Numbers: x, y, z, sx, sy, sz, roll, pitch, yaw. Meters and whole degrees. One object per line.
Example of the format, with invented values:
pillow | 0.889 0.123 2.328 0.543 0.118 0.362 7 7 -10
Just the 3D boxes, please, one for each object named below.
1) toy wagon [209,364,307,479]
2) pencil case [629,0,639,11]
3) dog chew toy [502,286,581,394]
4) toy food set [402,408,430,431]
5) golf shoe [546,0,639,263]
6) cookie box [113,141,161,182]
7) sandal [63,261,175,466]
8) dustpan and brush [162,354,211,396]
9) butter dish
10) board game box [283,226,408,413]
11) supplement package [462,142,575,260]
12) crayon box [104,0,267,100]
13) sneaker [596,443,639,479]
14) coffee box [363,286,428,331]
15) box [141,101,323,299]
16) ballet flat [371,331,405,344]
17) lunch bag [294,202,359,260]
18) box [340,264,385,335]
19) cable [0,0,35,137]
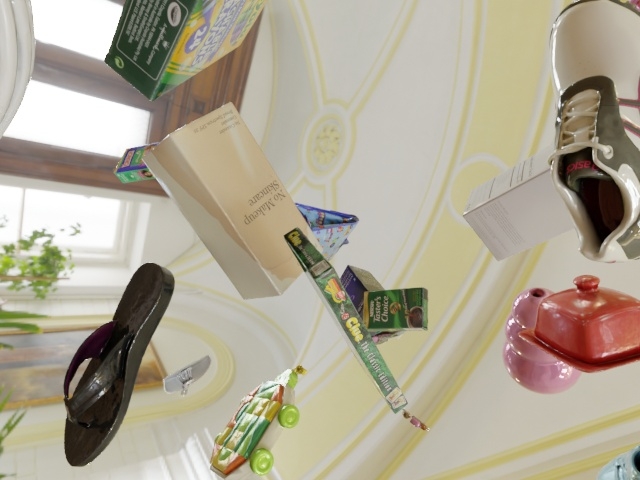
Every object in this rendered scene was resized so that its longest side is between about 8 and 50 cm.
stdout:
toy wagon | -0.159 0.474 1.124 0.267 0.068 0.344 -21 -152 54
pencil case | 0.576 -0.412 0.639 0.284 0.124 0.124 -49 -148 -22
dog chew toy | 0.604 0.266 1.143 0.206 0.206 0.332 25 -36 50
toy food set | 0.279 0.535 1.226 0.019 0.122 0.078 -53 -157 -8
golf shoe | 0.283 -0.111 0.410 0.105 0.120 0.273 -16 -91 60
cookie box | -0.435 -0.190 1.016 0.107 0.040 0.092 -7 -128 14
sandal | -0.471 0.251 0.908 0.167 0.107 0.446 9 -106 35
dustpan and brush | -0.404 0.424 1.245 0.060 0.147 0.211 58 -37 12
butter dish | 0.406 0.110 0.626 0.160 0.159 0.118 -140 -140 -79
board game box | 0.035 0.110 0.567 0.030 0.260 0.136 -31 -150 -4
supplement package | 0.571 -0.108 1.121 0.293 0.175 0.177 -33 -79 40
crayon box | -0.151 -0.358 0.608 0.203 0.083 0.323 -38 -162 41
sneaker | 0.635 0.437 0.796 0.366 0.150 0.135 109 2 -50
coffee box | 0.204 0.192 1.144 0.184 0.040 0.113 -9 -114 36
box | -0.145 -0.059 0.734 0.121 0.148 0.311 -13 -64 46
ballet flat | 0.237 0.328 1.482 0.221 0.079 0.077 -23 -150 14
lunch bag | 0.000 0.000 1.470 0.138 0.293 0.221 56 -53 32
box | 0.141 0.207 1.457 0.153 0.108 0.207 -63 -150 14
cable | -0.291 -0.130 0.196 0.257 0.257 0.089 -38 -131 -4
